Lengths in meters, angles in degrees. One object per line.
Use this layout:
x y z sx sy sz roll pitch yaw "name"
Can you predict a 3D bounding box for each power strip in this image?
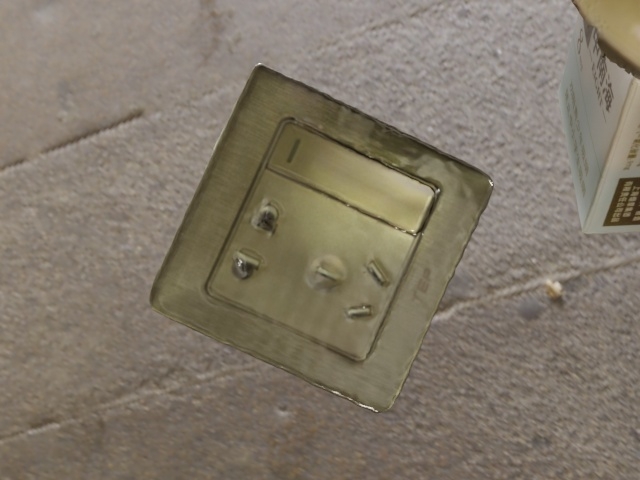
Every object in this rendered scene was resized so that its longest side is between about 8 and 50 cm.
0.001 -0.002 1.110 0.257 0.092 0.251 26 94 -3 "power strip"

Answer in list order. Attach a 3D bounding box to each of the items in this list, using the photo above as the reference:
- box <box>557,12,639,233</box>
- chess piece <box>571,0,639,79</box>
0.244 -0.131 0.910 0.067 0.243 0.155 -4 60 -1 "box"
0.246 -0.205 0.592 0.261 0.142 0.143 -55 41 46 "chess piece"
